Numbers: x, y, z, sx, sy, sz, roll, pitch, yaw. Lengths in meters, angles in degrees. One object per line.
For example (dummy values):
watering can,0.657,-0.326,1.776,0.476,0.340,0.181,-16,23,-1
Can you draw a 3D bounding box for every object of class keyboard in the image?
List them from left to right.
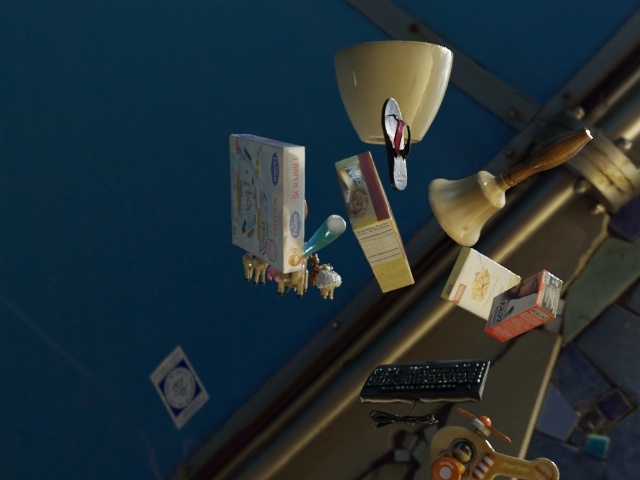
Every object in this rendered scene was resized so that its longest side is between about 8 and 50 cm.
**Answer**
keyboard,0.227,0.355,1.395,0.317,0.202,0.033,-13,-59,36

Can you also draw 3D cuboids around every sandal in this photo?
sandal,0.156,-0.188,1.161,0.067,0.040,0.179,-7,-89,-50

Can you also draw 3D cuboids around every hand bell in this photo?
hand bell,0.296,-0.100,0.911,0.126,0.126,0.242,11,-34,-42

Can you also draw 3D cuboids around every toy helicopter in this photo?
toy helicopter,0.485,0.609,1.684,0.354,0.235,0.140,7,-25,17

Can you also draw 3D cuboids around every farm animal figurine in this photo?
farm animal figurine,-0.110,0.090,2.137,0.330,0.327,0.172,3,-80,-10

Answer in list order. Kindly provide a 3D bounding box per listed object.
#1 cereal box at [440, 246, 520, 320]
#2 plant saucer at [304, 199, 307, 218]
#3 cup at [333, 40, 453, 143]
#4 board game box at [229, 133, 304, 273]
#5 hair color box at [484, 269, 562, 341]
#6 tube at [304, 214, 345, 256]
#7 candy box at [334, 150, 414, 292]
cereal box,0.502,0.145,1.859,0.240,0.047,0.173,26,-94,-28
plant saucer,-0.062,-0.093,1.586,0.013,0.083,0.084,-20,-41,-28
cup,0.198,-0.396,1.671,0.331,0.331,0.237,0,-87,-35
board game box,-0.148,-0.110,1.592,0.065,0.318,0.319,-9,-70,-31
hair color box,0.419,0.138,1.239,0.053,0.093,0.167,32,-34,-7
tube,0.000,0.000,1.547,0.080,0.052,0.207,-17,-15,-30
candy box,0.127,-0.032,1.354,0.087,0.183,0.316,-19,-33,8
